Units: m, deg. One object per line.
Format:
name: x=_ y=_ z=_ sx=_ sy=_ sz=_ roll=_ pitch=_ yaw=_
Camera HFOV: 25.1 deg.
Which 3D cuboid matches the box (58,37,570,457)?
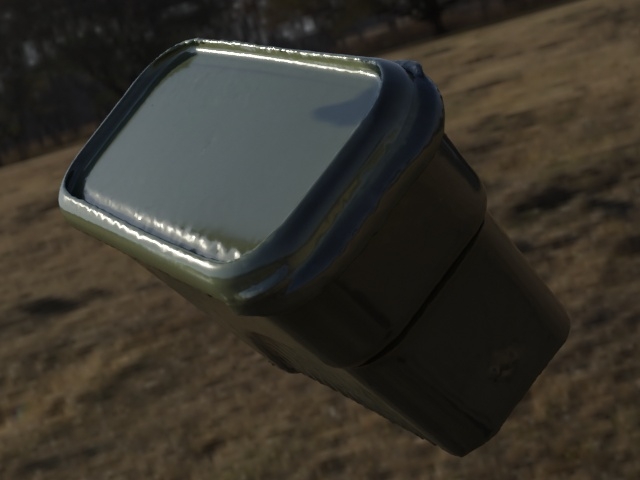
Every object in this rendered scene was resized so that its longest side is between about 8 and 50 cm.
box: x=0.000 y=0.000 z=0.742 sx=0.138 sy=0.178 sz=0.274 roll=-52 pitch=30 yaw=-9
